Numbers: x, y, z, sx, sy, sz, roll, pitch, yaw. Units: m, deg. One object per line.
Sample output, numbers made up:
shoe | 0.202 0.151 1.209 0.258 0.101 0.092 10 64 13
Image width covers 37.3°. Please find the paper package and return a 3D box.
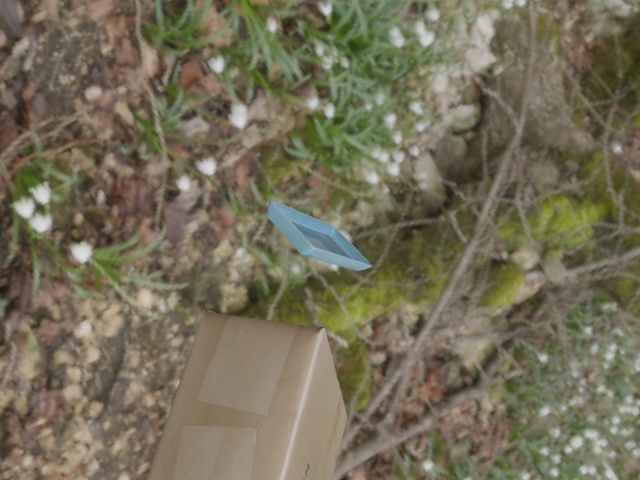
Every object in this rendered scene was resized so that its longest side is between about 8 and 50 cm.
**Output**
paper package | -0.091 0.302 1.231 0.168 0.325 0.309 7 147 13

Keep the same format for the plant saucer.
plant saucer | 0.000 0.000 0.975 0.018 0.067 0.192 -46 161 8
